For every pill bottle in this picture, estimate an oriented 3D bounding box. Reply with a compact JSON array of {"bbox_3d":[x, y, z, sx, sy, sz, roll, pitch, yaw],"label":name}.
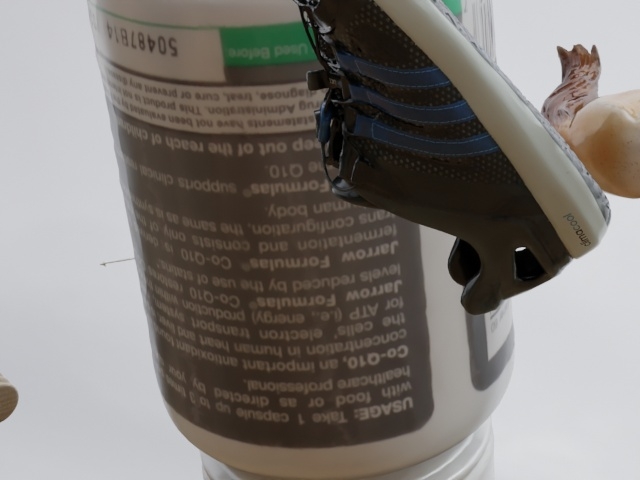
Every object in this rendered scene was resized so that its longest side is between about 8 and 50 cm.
[{"bbox_3d":[0.000,0.000,0.812,0.204,0.204,0.361,6,-61,24],"label":"pill bottle"}]

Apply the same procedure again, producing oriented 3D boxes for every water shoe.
[{"bbox_3d":[0.027,-0.050,0.563,0.203,0.080,0.073,46,11,-19],"label":"water shoe"}]

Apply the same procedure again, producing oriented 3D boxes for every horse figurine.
[{"bbox_3d":[0.219,-0.065,0.836,0.263,0.174,0.066,9,-63,45],"label":"horse figurine"}]

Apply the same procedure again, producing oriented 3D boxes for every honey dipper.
[{"bbox_3d":[-0.247,0.063,0.955,0.160,0.030,0.030,36,-8,37],"label":"honey dipper"}]

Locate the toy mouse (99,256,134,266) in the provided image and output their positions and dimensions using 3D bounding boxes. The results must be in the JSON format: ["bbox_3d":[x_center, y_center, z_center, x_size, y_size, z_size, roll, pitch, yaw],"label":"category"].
[{"bbox_3d":[-0.102,0.022,1.422,0.143,0.161,0.031,39,-43,28],"label":"toy mouse"}]
